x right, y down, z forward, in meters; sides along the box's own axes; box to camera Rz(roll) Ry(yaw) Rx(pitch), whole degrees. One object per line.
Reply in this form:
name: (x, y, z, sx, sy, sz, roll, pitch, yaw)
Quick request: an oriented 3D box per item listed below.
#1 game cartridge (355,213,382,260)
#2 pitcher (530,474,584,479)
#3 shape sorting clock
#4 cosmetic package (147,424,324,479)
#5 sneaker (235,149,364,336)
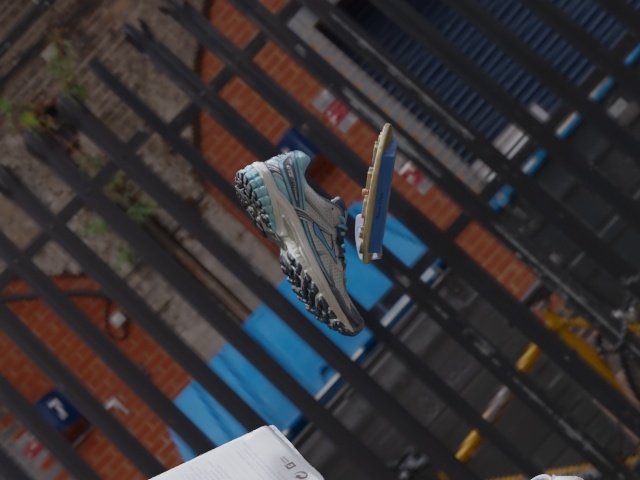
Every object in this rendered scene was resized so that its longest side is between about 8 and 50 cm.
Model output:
game cartridge: (0.083, -0.007, 1.881, 0.017, 0.083, 0.056, -2, -5, -34)
pitcher: (0.372, 0.501, 1.904, 0.207, 0.125, 0.178, -41, 11, -15)
shape sorting clock: (0.081, -0.067, 1.564, 0.206, 0.040, 0.206, 9, -90, -86)
cosmetic package: (-0.181, 0.424, 1.377, 0.385, 0.156, 0.217, -18, -59, -27)
sneaker: (0.000, 0.000, 1.513, 0.122, 0.283, 0.110, -31, 3, -16)
